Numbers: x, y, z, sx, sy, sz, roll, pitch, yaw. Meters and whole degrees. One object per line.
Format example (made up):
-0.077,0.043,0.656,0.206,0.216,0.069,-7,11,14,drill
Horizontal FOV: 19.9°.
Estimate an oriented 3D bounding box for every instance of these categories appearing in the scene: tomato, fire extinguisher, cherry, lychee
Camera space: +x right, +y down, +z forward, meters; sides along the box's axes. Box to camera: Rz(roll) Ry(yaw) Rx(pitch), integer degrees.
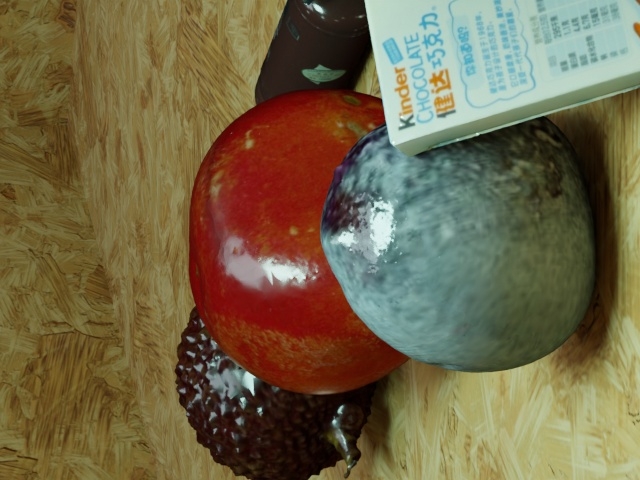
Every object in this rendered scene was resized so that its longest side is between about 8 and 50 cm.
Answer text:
0.000,0.000,2.021,0.293,0.290,0.325,104,155,-61,tomato
-0.001,-0.255,2.241,0.114,0.135,0.337,44,150,10,fire extinguisher
0.133,-0.005,1.667,0.218,0.296,0.255,4,96,45,cherry
-0.047,0.176,2.272,0.300,0.264,0.264,43,141,26,lychee

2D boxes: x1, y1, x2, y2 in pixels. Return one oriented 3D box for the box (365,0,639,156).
0.163,-0.233,1.538,0.048,0.265,0.273,29,-131,-64,box
